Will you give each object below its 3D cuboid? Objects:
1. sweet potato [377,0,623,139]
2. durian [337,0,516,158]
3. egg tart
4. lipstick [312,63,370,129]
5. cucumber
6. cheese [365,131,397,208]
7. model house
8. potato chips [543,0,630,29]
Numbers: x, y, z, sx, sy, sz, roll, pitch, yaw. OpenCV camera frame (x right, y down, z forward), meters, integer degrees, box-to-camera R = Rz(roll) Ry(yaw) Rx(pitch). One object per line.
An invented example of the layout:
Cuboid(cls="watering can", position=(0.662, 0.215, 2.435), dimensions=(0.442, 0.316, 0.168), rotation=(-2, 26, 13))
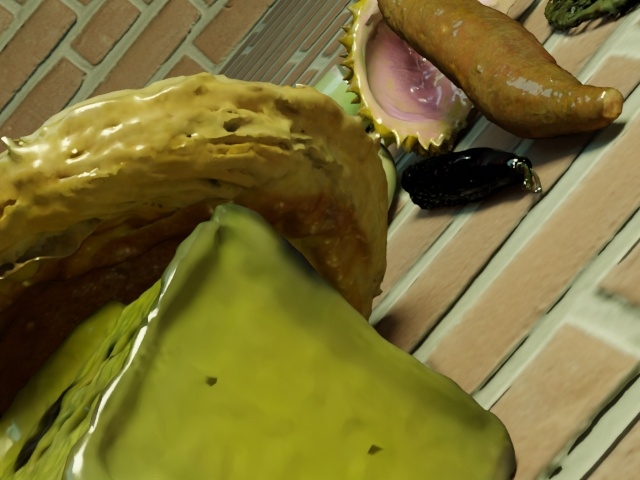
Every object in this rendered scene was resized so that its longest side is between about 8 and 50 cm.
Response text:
Cuboid(cls="sweet potato", position=(0.118, -0.135, 0.792), dimensions=(0.066, 0.072, 0.314), rotation=(-65, 31, 21))
Cuboid(cls="durian", position=(0.094, -0.160, 0.940), dimensions=(0.132, 0.165, 0.182), rotation=(14, 94, 39))
Cuboid(cls="egg tart", position=(-0.114, 0.024, 0.678), dimensions=(0.352, 0.352, 0.150), rotation=(-46, 55, 13))
Cuboid(cls="lipstick", position=(-0.062, -0.049, 1.162), dimensions=(0.304, 0.076, 0.076), rotation=(-45, 16, 12))
Cuboid(cls="cucumber", position=(0.104, -0.046, 0.764), dimensions=(0.163, 0.039, 0.043), rotation=(-11, 62, 69))
Cuboid(cls="cheese", position=(0.000, 0.000, 0.892), dimensions=(0.137, 0.064, 0.227), rotation=(-45, 19, 35))
Cuboid(cls="model house", position=(-0.062, 0.134, 0.524), dimensions=(0.234, 0.193, 0.175), rotation=(-34, 24, 43))
Cuboid(cls="potato chips", position=(0.253, -0.250, 0.844), dimensions=(0.220, 0.029, 0.202), rotation=(-51, 13, 3))
